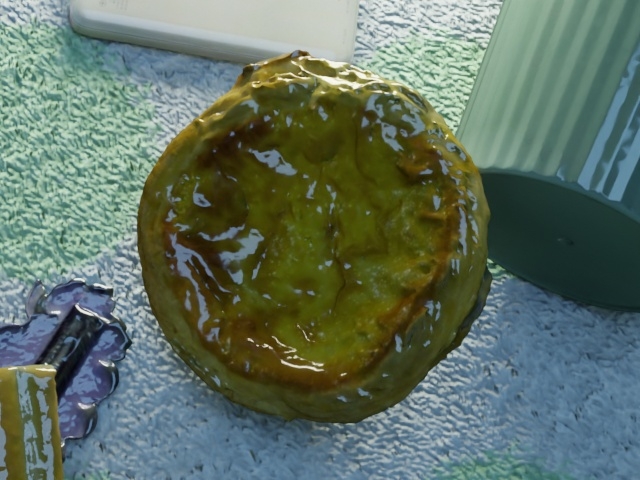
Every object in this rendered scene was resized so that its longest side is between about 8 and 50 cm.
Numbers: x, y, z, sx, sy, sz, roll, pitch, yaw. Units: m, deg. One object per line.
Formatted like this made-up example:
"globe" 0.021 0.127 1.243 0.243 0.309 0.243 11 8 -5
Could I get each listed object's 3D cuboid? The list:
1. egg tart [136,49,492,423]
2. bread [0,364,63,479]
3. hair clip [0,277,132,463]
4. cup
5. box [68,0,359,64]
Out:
"egg tart" 0.003 0.003 1.651 0.341 0.129 0.341 -2 84 19
"bread" -0.331 0.235 1.497 0.239 0.111 0.246 -4 83 -15
"hair clip" -0.243 0.113 1.639 0.124 0.052 0.195 29 61 -6
"cup" 0.341 -0.143 1.731 0.401 0.310 0.392 25 71 1
"box" -0.101 -0.250 1.815 0.285 0.044 0.142 9 69 -9
